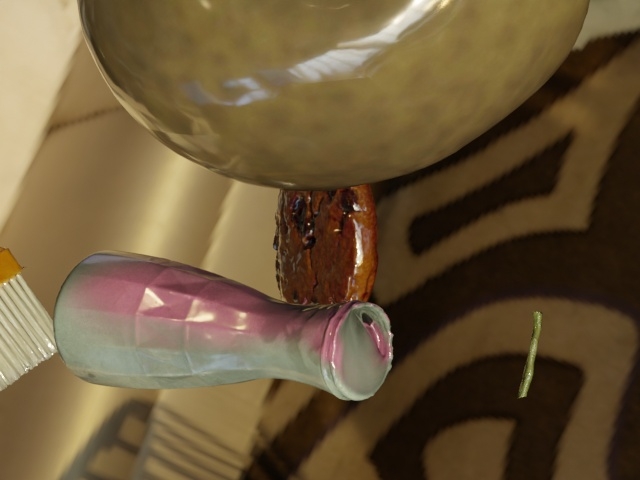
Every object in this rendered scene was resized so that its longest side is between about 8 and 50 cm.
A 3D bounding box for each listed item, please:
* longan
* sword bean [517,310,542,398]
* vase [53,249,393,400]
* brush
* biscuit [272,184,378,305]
[{"bbox_3d":[0.010,-0.165,1.115,0.350,0.288,0.288,-8,52,17],"label":"longan"},{"bbox_3d":[0.188,0.102,1.515,0.012,0.012,0.083,-12,59,52],"label":"sword bean"},{"bbox_3d":[-0.058,0.056,1.017,0.214,0.086,0.086,5,68,38],"label":"vase"},{"bbox_3d":[-0.294,-0.036,1.210,0.017,0.314,0.090,-33,2,40],"label":"brush"},{"bbox_3d":[0.000,0.000,1.586,0.192,0.049,0.192,178,90,-70],"label":"biscuit"}]
